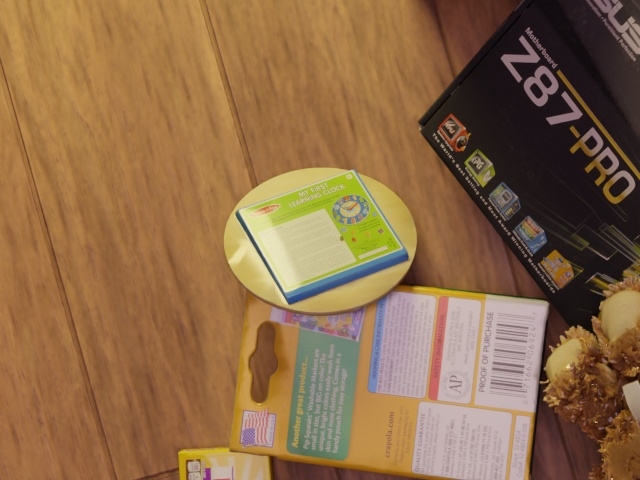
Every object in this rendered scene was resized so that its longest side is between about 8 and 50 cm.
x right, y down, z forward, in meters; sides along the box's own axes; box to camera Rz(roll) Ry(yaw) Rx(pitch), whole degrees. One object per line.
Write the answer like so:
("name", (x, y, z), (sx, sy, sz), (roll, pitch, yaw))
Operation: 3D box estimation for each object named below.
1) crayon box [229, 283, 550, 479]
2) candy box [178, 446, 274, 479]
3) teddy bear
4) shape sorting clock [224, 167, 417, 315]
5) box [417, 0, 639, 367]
("crayon box", (0.076, 0.146, 1.620), (0.323, 0.083, 0.203), (6, 90, 8))
("candy box", (-0.099, 0.333, 1.673), (0.105, 0.027, 0.206), (-5, 88, 6))
("teddy bear", (0.345, 0.196, 1.426), (0.338, 0.113, 0.245), (42, 116, 32))
("shape sorting clock", (0.000, 0.000, 1.607), (0.206, 0.040, 0.206), (1, 52, -1))
("box", (0.309, -0.062, 1.477), (0.395, 0.097, 0.318), (55, 138, 11))
